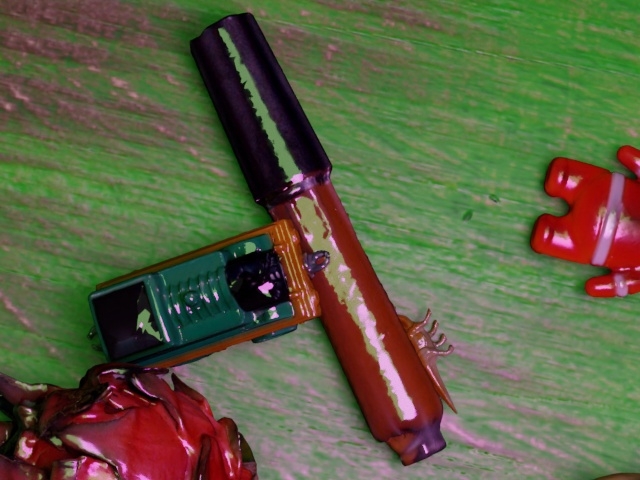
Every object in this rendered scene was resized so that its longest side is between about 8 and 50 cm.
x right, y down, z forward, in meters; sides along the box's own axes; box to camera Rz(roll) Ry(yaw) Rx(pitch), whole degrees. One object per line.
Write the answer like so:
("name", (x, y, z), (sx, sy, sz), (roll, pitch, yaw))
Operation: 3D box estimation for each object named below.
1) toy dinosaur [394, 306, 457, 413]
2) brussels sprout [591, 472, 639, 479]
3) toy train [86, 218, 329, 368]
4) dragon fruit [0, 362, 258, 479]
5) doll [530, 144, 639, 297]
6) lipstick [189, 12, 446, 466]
("toy dinosaur", (0.099, 0.099, 1.684), (0.041, 0.026, 0.113), (-36, 79, -3))
("brussels sprout", (0.283, 0.298, 1.619), (0.223, 0.161, 0.223), (-4, 105, -13))
("toy train", (-0.102, 0.052, 1.602), (0.228, 0.136, 0.091), (-19, 85, 17))
("dragon fruit", (-0.178, 0.191, 1.556), (0.274, 0.192, 0.193), (11, 87, -18))
("doll", (0.314, -0.005, 1.701), (0.245, 0.076, 0.142), (13, 82, -1))
("lipstick", (0.000, 0.000, 1.663), (0.077, 0.077, 0.418), (-25, 87, -9))
